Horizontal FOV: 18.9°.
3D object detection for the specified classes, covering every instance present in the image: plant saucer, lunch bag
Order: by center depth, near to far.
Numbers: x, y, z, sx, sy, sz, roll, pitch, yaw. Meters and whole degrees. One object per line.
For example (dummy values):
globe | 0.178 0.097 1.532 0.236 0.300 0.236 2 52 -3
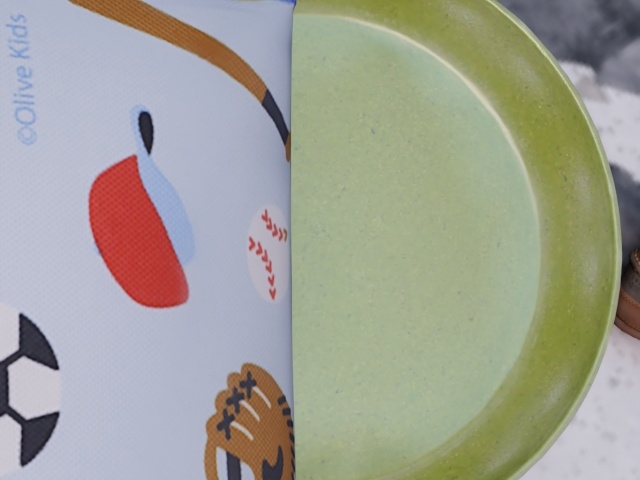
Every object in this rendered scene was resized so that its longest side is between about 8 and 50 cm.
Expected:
lunch bag | -0.201 0.067 0.520 0.385 0.239 0.327 5 78 -31
plant saucer | 0.000 0.000 0.759 0.241 0.037 0.241 2 81 -13

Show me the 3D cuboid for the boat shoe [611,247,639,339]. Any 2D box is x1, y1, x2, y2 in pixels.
boat shoe | 0.199 0.047 0.793 0.178 0.064 0.060 28 109 -14
